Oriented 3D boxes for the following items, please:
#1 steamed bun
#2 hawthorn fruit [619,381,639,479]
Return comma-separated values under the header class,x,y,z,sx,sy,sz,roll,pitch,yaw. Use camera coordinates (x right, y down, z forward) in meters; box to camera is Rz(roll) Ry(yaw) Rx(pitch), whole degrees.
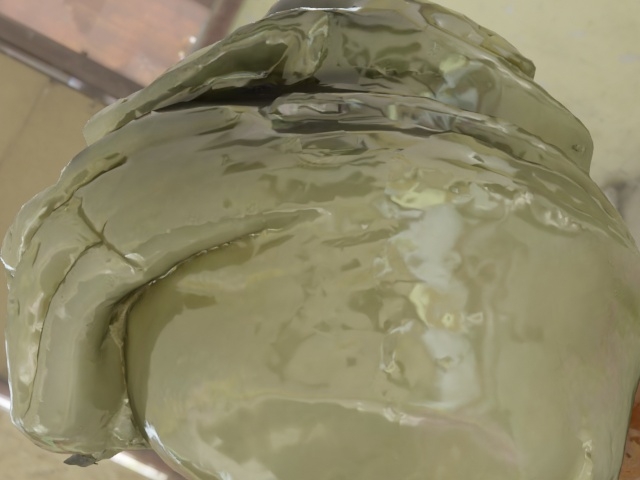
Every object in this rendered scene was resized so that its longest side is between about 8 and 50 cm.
class,x,y,z,sx,sy,sz,roll,pitch,yaw
steamed bun,0.000,0.000,0.512,0.275,0.320,0.206,-32,-54,-45
hawthorn fruit,0.228,0.153,0.840,0.251,0.199,0.199,-27,12,3
